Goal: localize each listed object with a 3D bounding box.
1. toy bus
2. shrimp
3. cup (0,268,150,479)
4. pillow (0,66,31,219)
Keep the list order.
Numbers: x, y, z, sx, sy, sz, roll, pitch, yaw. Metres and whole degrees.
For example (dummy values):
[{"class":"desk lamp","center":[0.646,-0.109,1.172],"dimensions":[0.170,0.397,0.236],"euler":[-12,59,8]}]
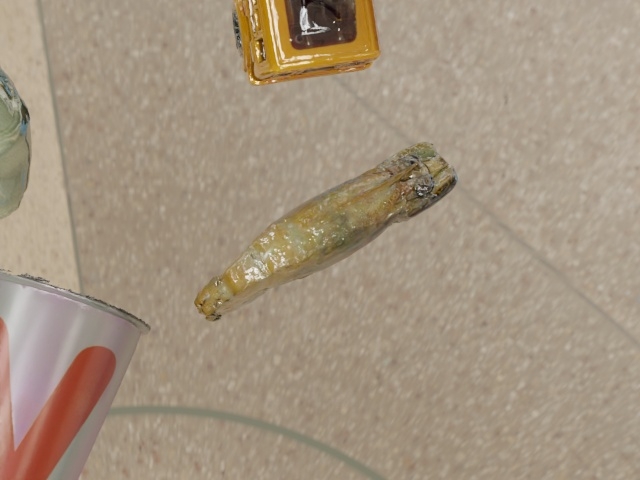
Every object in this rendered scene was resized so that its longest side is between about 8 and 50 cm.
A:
[{"class":"toy bus","center":[-0.016,-0.190,0.813],"dimensions":[0.083,0.088,0.194],"euler":[-10,94,-9]},{"class":"shrimp","center":[0.001,0.001,1.238],"dimensions":[0.253,0.173,0.058],"euler":[-29,82,-20]},{"class":"cup","center":[-0.317,0.194,1.503],"dimensions":[0.203,0.203,0.288],"euler":[17,78,0]},{"class":"pillow","center":[-0.303,-0.061,0.605],"dimensions":[0.322,0.119,0.255],"euler":[-15,41,-19]}]
